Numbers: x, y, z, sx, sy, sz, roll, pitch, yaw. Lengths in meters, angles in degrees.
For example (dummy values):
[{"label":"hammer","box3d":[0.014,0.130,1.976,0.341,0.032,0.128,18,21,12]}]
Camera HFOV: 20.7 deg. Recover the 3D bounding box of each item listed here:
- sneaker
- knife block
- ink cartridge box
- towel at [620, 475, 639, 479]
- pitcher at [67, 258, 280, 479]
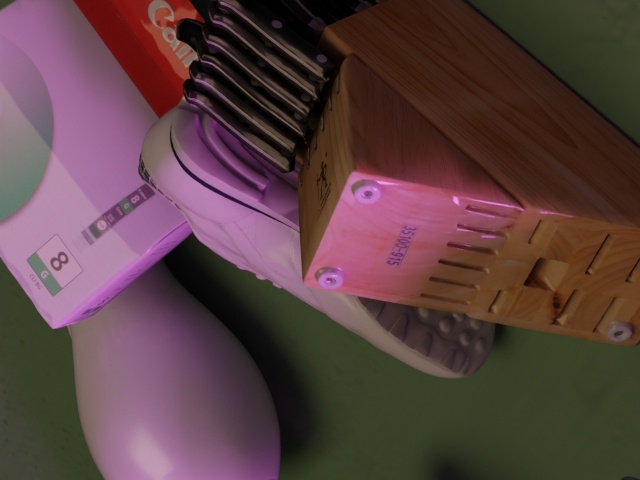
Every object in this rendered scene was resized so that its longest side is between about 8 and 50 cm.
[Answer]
[{"label":"sneaker","box3d":[0.000,0.000,1.021,0.235,0.090,0.095,40,145,-7]},{"label":"knife block","box3d":[0.061,-0.078,0.952,0.276,0.242,0.088,11,136,-13]},{"label":"ink cartridge box","box3d":[-0.132,-0.081,1.081,0.225,0.056,0.181,-39,83,24]},{"label":"towel","box3d":[0.260,0.314,0.825,0.321,0.090,0.374,17,125,28]},{"label":"pitcher","box3d":[-0.117,0.098,1.204,0.207,0.125,0.178,62,157,14]}]
